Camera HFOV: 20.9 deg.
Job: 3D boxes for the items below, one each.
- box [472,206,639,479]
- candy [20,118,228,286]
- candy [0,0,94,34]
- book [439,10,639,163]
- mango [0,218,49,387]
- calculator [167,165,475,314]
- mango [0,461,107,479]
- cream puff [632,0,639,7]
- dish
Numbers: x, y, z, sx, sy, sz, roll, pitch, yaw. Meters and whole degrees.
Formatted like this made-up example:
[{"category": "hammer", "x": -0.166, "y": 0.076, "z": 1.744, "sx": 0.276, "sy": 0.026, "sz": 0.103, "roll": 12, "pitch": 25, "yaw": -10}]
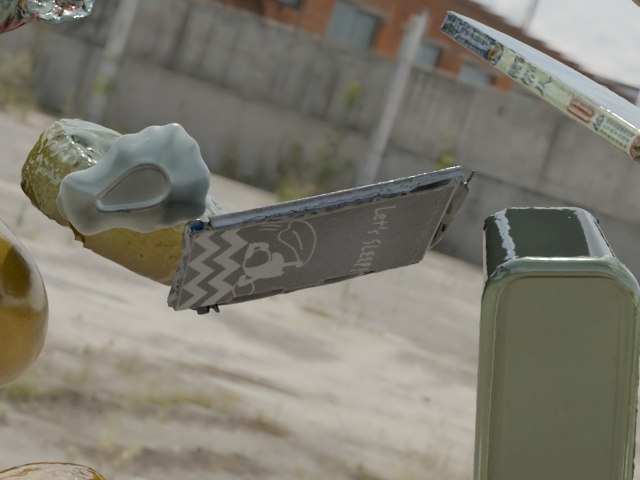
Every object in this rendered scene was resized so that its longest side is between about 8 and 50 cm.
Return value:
[{"category": "box", "x": 0.195, "y": 0.113, "z": 1.476, "sx": 0.138, "sy": 0.274, "sz": 0.178, "roll": 2, "pitch": 22, "yaw": 1}, {"category": "candy", "x": -0.227, "y": -0.042, "z": 2.032, "sx": 0.260, "sy": 0.118, "sz": 0.260, "roll": 30, "pitch": 13, "yaw": -8}, {"category": "candy", "x": -0.309, "y": -0.222, "z": 1.481, "sx": 0.292, "sy": 0.059, "sz": 0.086, "roll": 16, "pitch": 40, "yaw": 29}, {"category": "book", "x": 0.357, "y": -0.142, "z": 2.065, "sx": 0.300, "sy": 0.039, "sz": 0.428, "roll": 19, "pitch": 15, "yaw": -37}, {"category": "mango", "x": -0.492, "y": 0.041, "z": 2.150, "sx": 0.232, "sy": 0.300, "sz": 0.446, "roll": -32, "pitch": 34, "yaw": -35}, {"category": "calculator", "x": 0.000, "y": -0.001, "z": 1.569, "sx": 0.274, "sy": 0.028, "sz": 0.165, "roll": -11, "pitch": -27, "yaw": -21}, {"category": "mango", "x": -0.190, "y": 0.199, "z": 0.935, "sx": 0.147, "sy": 0.109, "sz": 0.227, "roll": -13, "pitch": 21, "yaw": 49}, {"category": "cream puff", "x": 0.287, "y": -0.228, "z": 1.253, "sx": 0.165, "sy": 0.115, "sz": 0.150, "roll": -10, "pitch": 19, "yaw": 19}, {"category": "dish", "x": -0.165, "y": -0.045, "z": 1.514, "sx": 0.137, "sy": 0.091, "sz": 0.039, "roll": -18, "pitch": 10, "yaw": 1}]
